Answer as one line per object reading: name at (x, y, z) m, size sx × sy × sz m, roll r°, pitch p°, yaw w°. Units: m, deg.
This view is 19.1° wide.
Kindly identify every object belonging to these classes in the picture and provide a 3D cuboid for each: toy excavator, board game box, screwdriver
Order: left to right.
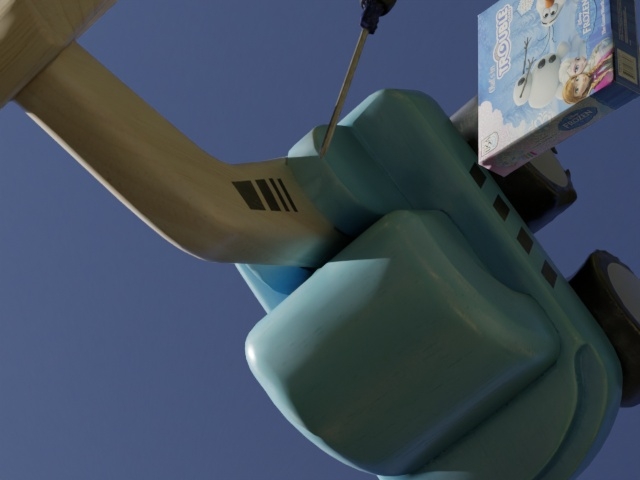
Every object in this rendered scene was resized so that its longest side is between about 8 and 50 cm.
toy excavator at (0.000, 0.000, 1.240) m, size 0.222 × 0.445 × 0.433 m, roll -40°, pitch -103°, yaw 21°
screwdriver at (0.026, -0.115, 1.131) m, size 0.025 × 0.024 × 0.170 m, roll -14°, pitch -135°, yaw 33°
board game box at (0.110, -0.088, 0.894) m, size 0.020 × 0.090 × 0.090 m, roll 23°, pitch -128°, yaw -30°
